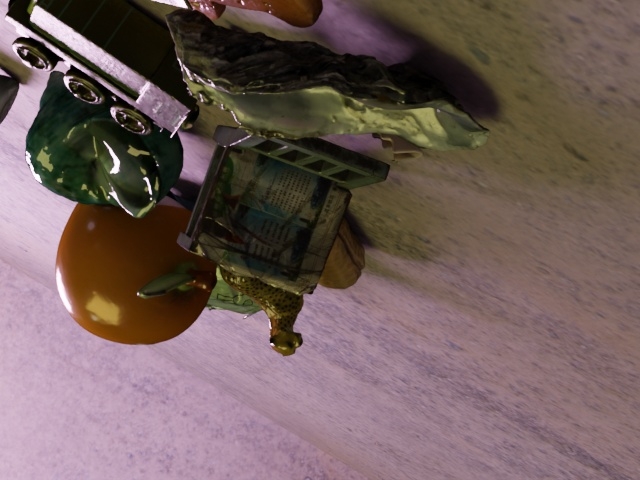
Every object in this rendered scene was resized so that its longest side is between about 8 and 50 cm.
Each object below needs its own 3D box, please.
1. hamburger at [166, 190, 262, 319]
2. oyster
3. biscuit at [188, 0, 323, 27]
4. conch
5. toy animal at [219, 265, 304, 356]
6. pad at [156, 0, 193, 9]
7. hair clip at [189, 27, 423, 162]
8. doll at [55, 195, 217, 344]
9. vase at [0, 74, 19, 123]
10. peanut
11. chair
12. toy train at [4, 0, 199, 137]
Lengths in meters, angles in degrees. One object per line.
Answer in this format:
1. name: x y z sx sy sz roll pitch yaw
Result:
1. hamburger: -0.183 0.036 2.171 0.260 0.150 0.276 11 155 50
2. oyster: 0.007 -0.120 1.308 0.252 0.087 0.199 12 175 44
3. biscuit: -0.118 -0.243 1.301 0.250 0.036 0.165 13 157 42
4. conch: -0.257 -0.117 1.844 0.202 0.134 0.196 35 136 -1
5. toy animal: -0.074 0.047 2.005 0.181 0.136 0.073 41 161 -31
6. pad: -0.280 -0.315 1.330 0.367 0.007 0.248 22 153 41
7. hair clip: -0.005 -0.133 1.431 0.226 0.072 0.034 19 168 12
8. doll: -0.209 0.040 1.943 0.236 0.213 0.213 16 160 44
9. vase: -0.509 -0.228 2.058 0.219 0.096 0.096 29 166 -2
10. peanut: 0.000 0.000 1.823 0.080 0.080 0.174 23 161 30
11. chair: -0.044 -0.029 1.531 0.136 0.147 0.270 20 180 -14
12. toy train: -0.213 -0.192 1.577 0.225 0.090 0.137 33 159 -9
